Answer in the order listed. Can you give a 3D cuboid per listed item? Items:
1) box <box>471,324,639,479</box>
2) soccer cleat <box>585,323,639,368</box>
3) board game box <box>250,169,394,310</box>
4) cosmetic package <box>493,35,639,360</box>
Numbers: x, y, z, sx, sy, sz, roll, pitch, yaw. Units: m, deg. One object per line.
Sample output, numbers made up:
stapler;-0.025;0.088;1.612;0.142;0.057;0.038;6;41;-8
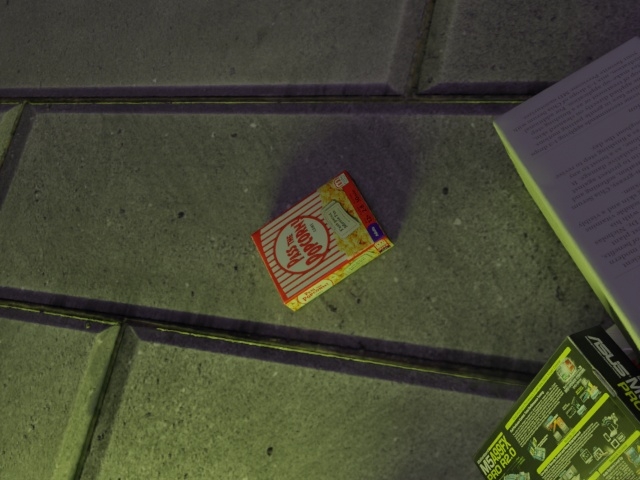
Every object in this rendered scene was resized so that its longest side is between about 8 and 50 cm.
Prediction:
box;0.310;0.266;0.968;0.216;0.060;0.270;56;141;33
soccer cleat;0.438;0.110;1.070;0.196;0.068;0.076;-27;57;17
board game box;0.000;0.000;1.337;0.193;0.045;0.147;-35;58;9
cosmetic package;0.416;-0.031;1.018;0.230;0.161;0.453;-30;43;11
